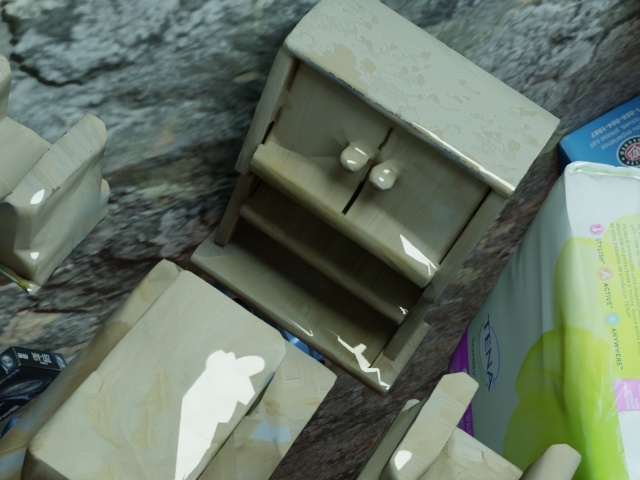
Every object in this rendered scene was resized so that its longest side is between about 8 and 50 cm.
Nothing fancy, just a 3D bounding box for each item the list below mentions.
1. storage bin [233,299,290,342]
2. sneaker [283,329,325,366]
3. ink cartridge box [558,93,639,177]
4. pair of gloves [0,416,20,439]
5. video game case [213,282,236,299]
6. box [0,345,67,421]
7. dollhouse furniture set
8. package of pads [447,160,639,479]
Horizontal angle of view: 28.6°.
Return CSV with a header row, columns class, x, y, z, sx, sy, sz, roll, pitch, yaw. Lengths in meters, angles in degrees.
class,x,y,z,sx,sy,sz,roll,pitch,yaw
storage bin,-0.100,0.145,1.101,0.084,0.122,0.180,-7,150,-44
sneaker,-0.026,0.134,1.248,0.082,0.069,0.209,-28,159,-14
ink cartridge box,0.390,-0.002,1.138,0.223,0.307,0.129,-29,159,-1
pair of gloves,-0.271,0.172,0.978,0.198,0.023,0.159,22,119,-33
video game case,0.000,0.000,1.050,0.166,0.015,0.119,-13,154,-36
box,-0.249,0.115,0.986,0.083,0.018,0.067,-35,158,13
dollhouse furniture set,-0.059,0.078,0.711,0.394,0.362,0.256,-52,173,-36
package of pads,0.155,0.130,0.716,0.101,0.296,0.229,8,141,-12
